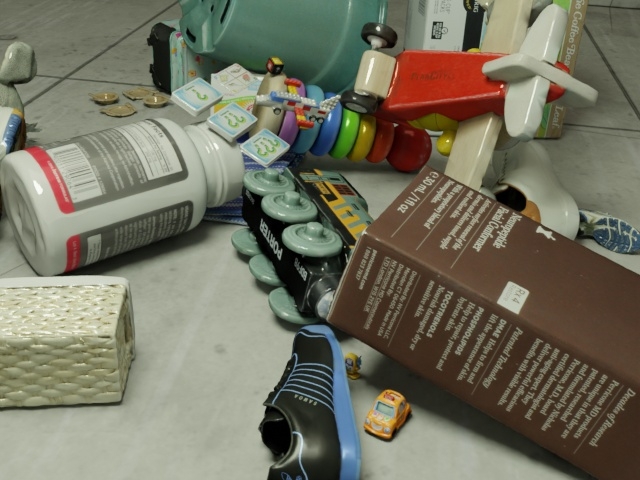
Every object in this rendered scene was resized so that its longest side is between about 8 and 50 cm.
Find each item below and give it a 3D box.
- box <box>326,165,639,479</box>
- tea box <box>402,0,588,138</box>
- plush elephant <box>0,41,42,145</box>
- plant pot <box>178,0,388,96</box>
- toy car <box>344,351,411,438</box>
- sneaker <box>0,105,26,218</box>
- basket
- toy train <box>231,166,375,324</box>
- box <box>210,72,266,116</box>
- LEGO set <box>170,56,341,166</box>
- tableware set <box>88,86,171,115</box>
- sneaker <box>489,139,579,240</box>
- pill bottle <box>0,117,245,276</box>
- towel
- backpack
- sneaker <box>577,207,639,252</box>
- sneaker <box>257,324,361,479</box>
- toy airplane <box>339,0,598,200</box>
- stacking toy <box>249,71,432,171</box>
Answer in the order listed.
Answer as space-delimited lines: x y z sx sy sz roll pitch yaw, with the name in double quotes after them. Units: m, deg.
0.222 0.088 0.846 0.381 0.143 0.191 30 37 12 "box"
0.346 -0.405 1.655 0.323 0.329 0.220 0 28 -5 "tea box"
-0.592 -0.216 1.285 0.330 0.272 0.255 13 -7 -33 "plush elephant"
-0.095 -0.484 1.664 0.334 0.341 0.341 3 24 -37 "plant pot"
0.050 0.166 0.880 0.060 0.040 0.122 -19 36 -35 "toy car"
-0.515 -0.072 1.115 0.131 0.112 0.296 11 52 -10 "sneaker"
-0.295 0.113 0.874 0.167 0.113 0.103 -1 33 -7 "basket"
0.000 0.000 1.094 0.190 0.142 0.334 0 27 -24 "toy train"
-0.144 -0.272 1.551 0.114 0.103 0.203 4 13 2 "box"
-0.088 -0.226 1.236 0.182 0.060 0.244 36 39 7 "LEGO set"
-0.414 -0.306 1.724 0.168 0.020 0.141 -21 37 -38 "tableware set"
0.318 -0.096 1.317 0.123 0.106 0.290 1 30 -9 "sneaker"
-0.274 -0.077 1.144 0.318 0.176 0.176 -21 36 -33 "pill bottle"
-0.178 -0.128 1.402 0.243 0.040 0.336 8 29 11 "towel"
-0.277 -0.421 1.797 0.144 0.166 0.188 24 38 31 "backpack"
0.452 -0.024 1.260 0.135 0.052 0.058 27 31 34 "sneaker"
-0.021 0.166 0.831 0.090 0.081 0.232 5 29 -12 "sneaker"
0.252 -0.219 1.221 0.272 0.386 0.384 24 35 -44 "toy airplane"
0.045 -0.197 1.428 0.330 0.141 0.141 13 25 -18 "stacking toy"
